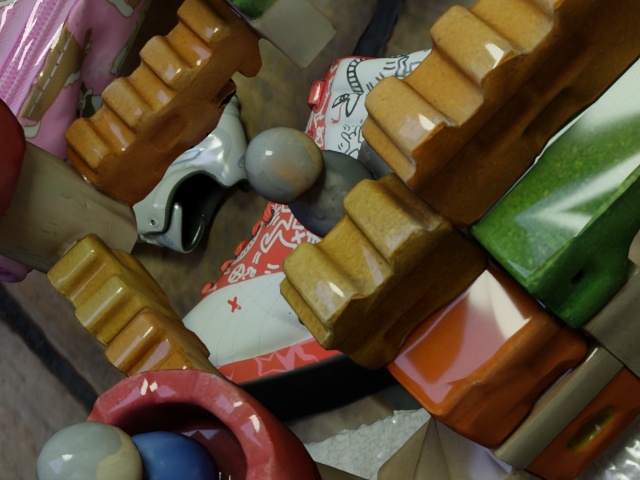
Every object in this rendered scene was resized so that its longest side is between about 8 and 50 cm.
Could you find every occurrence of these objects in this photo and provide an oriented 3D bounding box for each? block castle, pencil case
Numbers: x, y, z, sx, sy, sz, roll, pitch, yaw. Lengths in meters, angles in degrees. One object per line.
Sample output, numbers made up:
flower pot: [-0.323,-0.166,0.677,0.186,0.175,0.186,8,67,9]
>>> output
block castle: [0.031,-0.098,0.498,0.453,0.213,0.303,-47,59,5]
pencil case: [-0.155,-0.162,0.759,0.160,0.167,0.386,23,81,19]

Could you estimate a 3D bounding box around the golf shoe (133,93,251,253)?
golf shoe: [-0.111,-0.020,0.804,0.176,0.069,0.086,-40,61,31]

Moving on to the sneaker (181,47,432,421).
sneaker: [0.001,0.000,0.676,0.270,0.090,0.145,-25,63,33]

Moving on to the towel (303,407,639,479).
towel: [0.048,0.170,0.616,0.282,0.049,0.187,-26,64,36]
